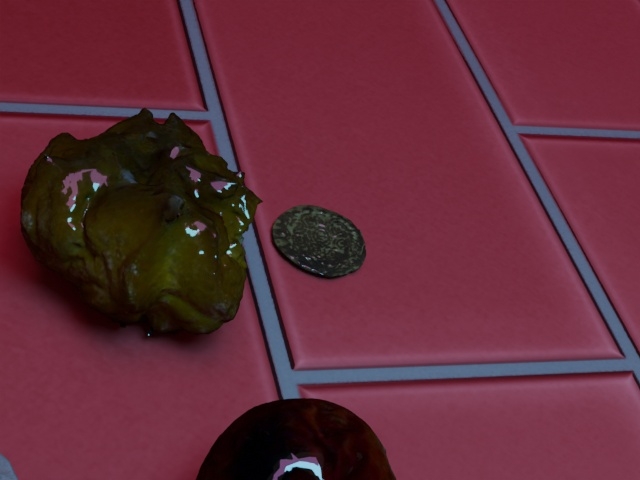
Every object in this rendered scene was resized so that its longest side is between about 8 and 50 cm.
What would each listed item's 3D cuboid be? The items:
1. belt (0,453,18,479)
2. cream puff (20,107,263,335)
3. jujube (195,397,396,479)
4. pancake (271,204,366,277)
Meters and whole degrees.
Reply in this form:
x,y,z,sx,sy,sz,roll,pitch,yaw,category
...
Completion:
x,y,z,sx,sy,sz,roll,pitch,yaw,category
-0.307,0.262,0.741,0.227,0.115,0.324,10,42,-11,belt
-0.167,-0.015,1.066,0.241,0.155,0.269,-21,48,-42,cream puff
-0.022,0.235,0.841,0.168,0.168,0.236,14,43,-5,jujube
0.000,-0.001,1.206,0.115,0.011,0.115,10,43,-9,pancake
